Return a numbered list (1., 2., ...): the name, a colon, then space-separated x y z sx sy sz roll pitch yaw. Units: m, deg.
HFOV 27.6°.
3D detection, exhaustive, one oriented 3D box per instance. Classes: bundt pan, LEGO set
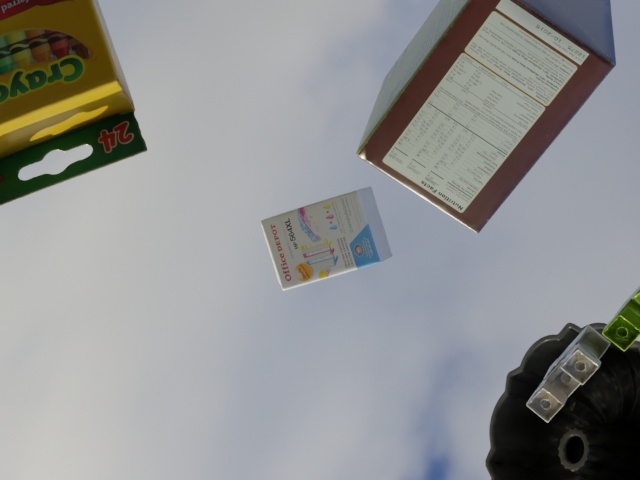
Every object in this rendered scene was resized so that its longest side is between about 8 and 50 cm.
1. bundt pan: 0.367 0.274 1.678 0.331 0.124 0.330 -25 -121 51
2. LEGO set: 0.243 0.040 0.853 0.227 0.087 0.093 -54 173 27

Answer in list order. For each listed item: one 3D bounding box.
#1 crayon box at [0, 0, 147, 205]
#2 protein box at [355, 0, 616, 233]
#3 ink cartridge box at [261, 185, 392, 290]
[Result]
1. crayon box: -0.326 -0.208 1.389 0.202 0.081 0.318 -22 -111 -1
2. protein box: 0.155 -0.153 1.202 0.201 0.136 0.200 -53 -172 28
3. ink cartridge box: 0.000 0.000 1.573 0.143 0.092 0.090 -17 -179 14
